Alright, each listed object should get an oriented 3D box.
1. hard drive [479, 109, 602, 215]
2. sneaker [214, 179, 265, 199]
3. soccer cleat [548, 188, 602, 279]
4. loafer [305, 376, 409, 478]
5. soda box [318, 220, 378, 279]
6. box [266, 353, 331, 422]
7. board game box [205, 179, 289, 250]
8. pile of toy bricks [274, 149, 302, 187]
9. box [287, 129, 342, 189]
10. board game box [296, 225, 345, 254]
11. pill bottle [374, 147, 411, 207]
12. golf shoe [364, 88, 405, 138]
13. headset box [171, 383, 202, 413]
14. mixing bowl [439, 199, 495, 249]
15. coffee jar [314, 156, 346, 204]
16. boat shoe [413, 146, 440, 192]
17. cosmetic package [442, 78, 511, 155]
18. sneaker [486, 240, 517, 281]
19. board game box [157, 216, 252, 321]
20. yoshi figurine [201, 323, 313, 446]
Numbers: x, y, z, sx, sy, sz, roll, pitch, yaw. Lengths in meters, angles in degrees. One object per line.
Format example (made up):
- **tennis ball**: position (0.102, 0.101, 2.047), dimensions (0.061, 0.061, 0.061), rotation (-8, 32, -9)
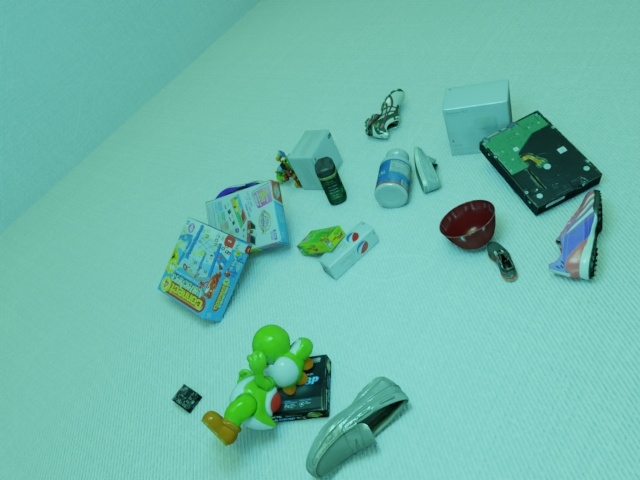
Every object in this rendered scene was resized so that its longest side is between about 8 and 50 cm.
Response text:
- **hard drive**: position (0.724, -0.265, 1.696), dimensions (0.237, 0.064, 0.339), rotation (-28, 57, 0)
- **sneaker**: position (-0.359, -0.171, 2.100), dimensions (0.293, 0.102, 0.146), rotation (-16, 15, 33)
- **soccer cleat**: position (0.754, -0.028, 1.482), dimensions (0.116, 0.108, 0.318), rotation (4, 54, 34)
- **loafer**: position (0.096, 0.490, 1.308), dimensions (0.319, 0.112, 0.111), rotation (-43, 37, -17)
- **soda box**: position (0.100, 0.033, 1.764), dimensions (0.216, 0.074, 0.069), rotation (-42, 44, -14)
- **box**: position (-0.079, 0.436, 1.488), dimensions (0.220, 0.051, 0.175), rotation (-12, 46, 17)
- **board game box**: position (-0.284, -0.070, 1.936), dimensions (0.316, 0.064, 0.242), rotation (-15, 80, 26)
- **pile of toy bricks**: position (-0.158, -0.290, 2.193), dimensions (0.105, 0.118, 0.212), rotation (-48, 47, 26)
- **box**: position (-0.018, -0.333, 2.093), dimensions (0.119, 0.182, 0.181), rotation (5, 52, 32)
- **board game box**: position (0.000, 0.000, 1.809), dimensions (0.092, 0.043, 0.181), rotation (-48, 21, -28)
- **pill bottle**: position (0.277, -0.240, 1.901), dimensions (0.124, 0.124, 0.221), rotation (-4, 47, 23)
- **golf shoe**: position (0.307, -0.545, 2.211), dimensions (0.120, 0.105, 0.273), rotation (29, 71, 25)
- **headset box**: position (-0.428, 0.501, 1.612), dimensions (0.083, 0.032, 0.062), rotation (16, 57, 37)
- **mixing bowl**: position (0.482, -0.037, 1.610), dimensions (0.181, 0.098, 0.181), rotation (-27, 29, 16)
- **coffee jar**: position (0.039, -0.232, 1.965), dimensions (0.079, 0.184, 0.096), rotation (-19, 44, 9)
- **boat shoe**: position (0.403, -0.272, 1.911), dimensions (0.081, 0.079, 0.227), rotation (-10, 50, 5)
- **cosmetic package**: position (0.586, -0.449, 1.872), dimensions (0.224, 0.224, 0.138), rotation (-2, 49, 25)
- **sneaker**: position (0.551, 0.049, 1.534), dimensions (0.061, 0.065, 0.158), rotation (-23, 44, 5)
- **board game box**: position (-0.432, 0.100, 1.866), dimensions (0.308, 0.086, 0.302), rotation (20, 87, 39)
- **yoshi figurine**: position (-0.187, 0.380, 1.422), dimensions (0.362, 0.203, 0.203), rotation (-44, 39, -20)
